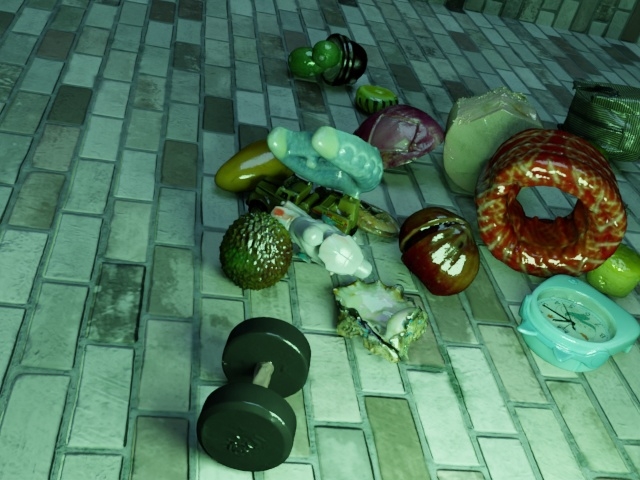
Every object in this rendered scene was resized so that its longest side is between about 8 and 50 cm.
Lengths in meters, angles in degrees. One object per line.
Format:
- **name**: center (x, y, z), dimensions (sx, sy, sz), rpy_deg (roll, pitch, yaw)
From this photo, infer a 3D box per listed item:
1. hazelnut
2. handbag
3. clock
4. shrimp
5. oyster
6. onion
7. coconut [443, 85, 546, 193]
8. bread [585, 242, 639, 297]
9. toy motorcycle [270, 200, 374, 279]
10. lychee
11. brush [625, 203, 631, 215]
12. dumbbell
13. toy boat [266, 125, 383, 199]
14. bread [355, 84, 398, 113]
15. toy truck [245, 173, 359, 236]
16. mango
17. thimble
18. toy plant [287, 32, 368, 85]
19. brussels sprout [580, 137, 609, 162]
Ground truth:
- **hazelnut**: center (0.273, 0.023, 1.646), dimensions (0.178, 0.178, 0.204), rpy_deg (-3, 55, -25)
- **handbag**: center (0.970, -0.414, 2.496), dimensions (0.240, 0.247, 0.340), rpy_deg (14, 22, -7)
- **clock**: center (0.538, 0.188, 1.592), dimensions (0.274, 0.094, 0.223), rpy_deg (-19, 46, -38)
- **shrimp**: center (0.096, -0.075, 1.840), dimensions (0.251, 0.052, 0.143), rpy_deg (37, 27, 19)
- **oyster**: center (0.126, 0.153, 1.481), dimensions (0.198, 0.092, 0.259), rpy_deg (3, 18, -15)
- **onion**: center (0.209, -0.306, 2.050), dimensions (0.250, 0.111, 0.247), rpy_deg (-25, 31, -8)
- **coconut**: center (0.493, -0.274, 2.073), dimensions (0.298, 0.297, 0.309), rpy_deg (14, 31, -2)
- **bread**: center (0.726, 0.072, 1.812), dimensions (0.111, 0.114, 0.129), rpy_deg (-15, 45, -37)
- **toy motorcycle**: center (0.000, 0.000, 1.550), dimensions (0.260, 0.110, 0.171), rpy_deg (34, -2, 18)
- **lychee**: center (-0.132, 0.017, 1.503), dimensions (0.171, 0.171, 0.171), rpy_deg (11, 34, -7)
- **brush**: center (0.865, -0.062, 2.140), dimensions (0.027, 0.034, 0.190), rpy_deg (46, 41, 14)
- **dumbbell**: center (-0.102, 0.245, 1.193), dimensions (0.153, 0.152, 0.218), rpy_deg (15, 34, -1)
- **toy boat**: center (0.021, -0.170, 1.705), dimensions (0.215, 0.123, 0.330), rpy_deg (3, -9, 30)
- **bread**: center (0.182, -0.456, 2.397), dimensions (0.139, 0.071, 0.130), rpy_deg (-3, 35, -23)
- **toy truck**: center (-0.040, -0.077, 1.713), dimensions (0.257, 0.127, 0.127), rpy_deg (22, 35, 16)
- **mango**: center (-0.155, -0.186, 1.837), dimensions (0.253, 0.113, 0.138), rpy_deg (-25, 39, -30)
- **thimble**: center (0.548, -0.085, 1.781), dimensions (0.350, 0.350, 0.230), rpy_deg (19, 35, 6)
- **toy plant**: center (0.025, -0.607, 2.468), dimensions (0.235, 0.175, 0.218), rpy_deg (0, -1, -29)
- **brussels sprout**: center (0.817, -0.261, 2.317), dimensions (0.183, 0.131, 0.145), rpy_deg (19, 28, -3)
